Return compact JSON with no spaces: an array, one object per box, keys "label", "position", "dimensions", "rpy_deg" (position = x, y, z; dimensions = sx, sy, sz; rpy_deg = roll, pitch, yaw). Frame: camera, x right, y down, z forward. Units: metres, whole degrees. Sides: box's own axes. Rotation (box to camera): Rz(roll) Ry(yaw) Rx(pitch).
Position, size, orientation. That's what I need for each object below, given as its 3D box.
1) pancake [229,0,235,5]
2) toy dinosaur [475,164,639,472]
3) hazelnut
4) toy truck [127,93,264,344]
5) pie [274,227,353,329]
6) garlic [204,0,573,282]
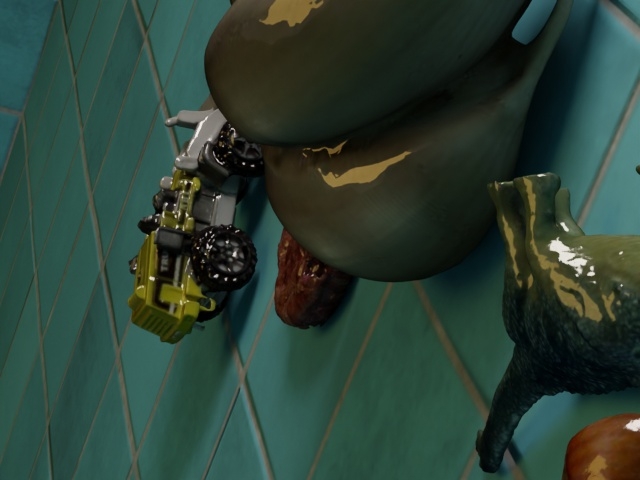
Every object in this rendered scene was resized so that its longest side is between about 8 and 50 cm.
[{"label":"pancake","position":[-0.046,-0.169,1.589],"dimensions":[0.199,0.021,0.199],"rpy_deg":[159,90,-79]},{"label":"toy dinosaur","position":[0.144,0.029,0.911],"dimensions":[0.363,0.076,0.147],"rpy_deg":[145,117,-66]},{"label":"hazelnut","position":[0.148,0.119,0.807],"dimensions":[0.086,0.086,0.086],"rpy_deg":[-165,90,-73]},{"label":"toy truck","position":[-0.112,-0.041,1.695],"dimensions":[0.136,0.111,0.286],"rpy_deg":[137,147,-62]},{"label":"pie","position":[0.000,0.000,1.438],"dimensions":[0.153,0.038,0.153],"rpy_deg":[-163,90,-75]},{"label":"garlic","position":[0.074,-0.110,1.144],"dimensions":[0.340,0.231,0.246],"rpy_deg":[-32,1,41]}]
